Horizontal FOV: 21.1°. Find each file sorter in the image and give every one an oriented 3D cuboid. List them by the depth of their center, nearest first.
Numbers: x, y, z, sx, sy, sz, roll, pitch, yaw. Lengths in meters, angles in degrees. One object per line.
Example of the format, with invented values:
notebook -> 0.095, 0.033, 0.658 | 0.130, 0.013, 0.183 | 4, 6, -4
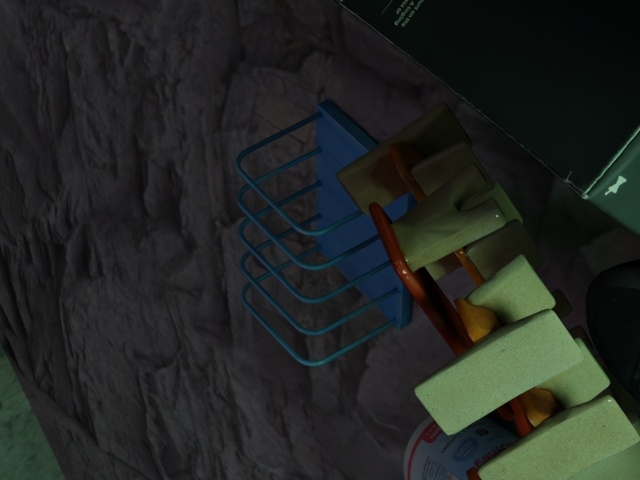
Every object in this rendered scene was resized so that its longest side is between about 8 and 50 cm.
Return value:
file sorter -> 0.000, 0.000, 1.385 | 0.118, 0.104, 0.170 | 44, 150, 33

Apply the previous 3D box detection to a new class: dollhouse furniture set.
dollhouse furniture set -> 0.105, 0.081, 1.111 | 0.259, 0.135, 0.262 | 52, -170, -31

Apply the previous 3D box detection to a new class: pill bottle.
pill bottle -> 0.142, 0.197, 1.335 | 0.160, 0.087, 0.087 | 30, 141, 49

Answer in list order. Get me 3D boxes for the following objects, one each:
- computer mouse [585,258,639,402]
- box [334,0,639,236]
computer mouse -> 0.277, 0.096, 1.000 | 0.272, 0.072, 0.188 | 40, 151, 19
box -> 0.152, -0.070, 0.847 | 0.184, 0.103, 0.261 | 46, -168, 35
